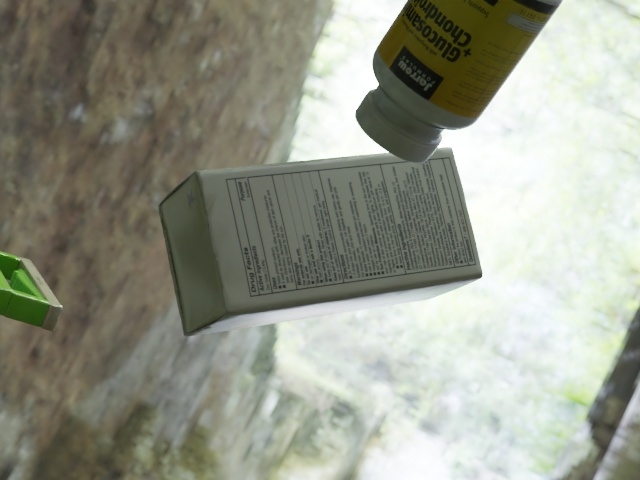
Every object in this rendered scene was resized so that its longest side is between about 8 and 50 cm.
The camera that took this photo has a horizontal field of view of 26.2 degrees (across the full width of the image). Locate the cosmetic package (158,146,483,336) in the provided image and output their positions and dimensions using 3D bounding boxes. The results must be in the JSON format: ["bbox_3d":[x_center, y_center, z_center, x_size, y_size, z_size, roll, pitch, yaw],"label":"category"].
[{"bbox_3d":[0.000,0.000,1.422,0.129,0.296,0.153,-30,68,61],"label":"cosmetic package"}]

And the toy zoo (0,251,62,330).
[{"bbox_3d":[-0.432,0.015,1.459,0.192,0.293,0.030,34,103,63],"label":"toy zoo"}]

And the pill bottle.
[{"bbox_3d":[0.106,-0.155,1.109,0.184,0.103,0.103,-56,-8,26],"label":"pill bottle"}]
